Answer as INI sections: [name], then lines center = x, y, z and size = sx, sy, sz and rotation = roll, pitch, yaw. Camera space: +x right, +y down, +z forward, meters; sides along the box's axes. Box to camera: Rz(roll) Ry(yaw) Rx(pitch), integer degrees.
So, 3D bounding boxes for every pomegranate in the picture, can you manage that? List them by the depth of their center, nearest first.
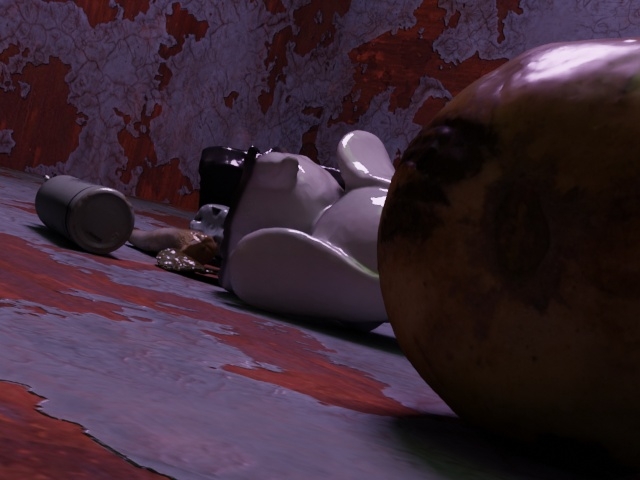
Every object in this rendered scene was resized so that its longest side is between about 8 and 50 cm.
[pomegranate]
center = 0.196, 0.009, 0.746
size = 0.322, 0.322, 0.322
rotation = 15, 2, 0

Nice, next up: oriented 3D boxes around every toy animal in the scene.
[toy animal]
center = 0.023, -0.016, 1.233
size = 0.289, 0.249, 0.174
rotation = 6, -33, 13

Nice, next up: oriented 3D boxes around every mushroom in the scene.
[mushroom]
center = -0.222, 0.005, 1.521
size = 0.059, 0.054, 0.202
rotation = 20, -7, -39

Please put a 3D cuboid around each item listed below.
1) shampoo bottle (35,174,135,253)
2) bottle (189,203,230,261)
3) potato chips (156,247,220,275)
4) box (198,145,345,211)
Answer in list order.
[shampoo bottle]
center = -0.330, -0.041, 1.431
size = 0.085, 0.085, 0.262
rotation = 14, 1, -28
[bottle]
center = -0.140, 0.000, 1.731
size = 0.083, 0.083, 0.270
rotation = 15, -6, 14
[potato chips]
center = -0.113, 0.048, 1.384
size = 0.209, 0.026, 0.142
rotation = 16, 0, 30
[box]
center = -0.055, -0.056, 1.976
size = 0.359, 0.091, 0.350
rotation = 12, -23, -3
